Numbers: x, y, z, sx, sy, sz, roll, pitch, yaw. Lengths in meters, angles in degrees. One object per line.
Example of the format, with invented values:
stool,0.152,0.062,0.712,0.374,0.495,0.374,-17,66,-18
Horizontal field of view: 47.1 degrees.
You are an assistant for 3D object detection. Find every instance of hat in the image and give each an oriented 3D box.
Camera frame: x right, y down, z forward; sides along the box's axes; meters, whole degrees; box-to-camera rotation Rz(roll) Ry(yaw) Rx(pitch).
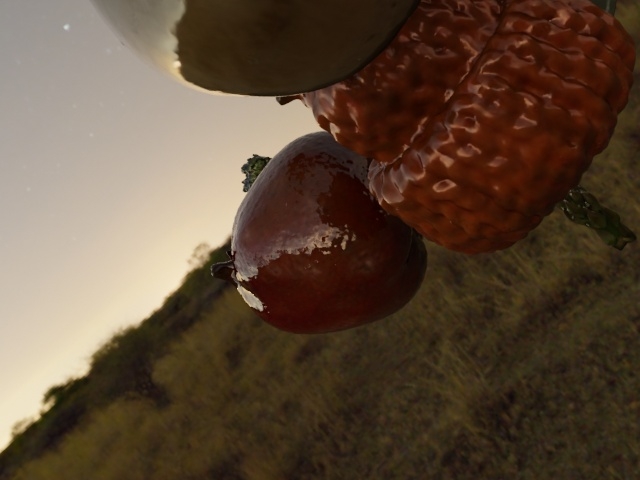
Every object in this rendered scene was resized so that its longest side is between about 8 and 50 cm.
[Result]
hat,0.086,-0.186,0.753,0.285,0.400,0.285,-56,2,3

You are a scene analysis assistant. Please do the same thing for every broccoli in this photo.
broccoli,-0.030,-0.135,1.691,0.304,0.165,0.145,-7,2,9

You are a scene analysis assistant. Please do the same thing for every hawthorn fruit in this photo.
hawthorn fruit,0.017,0.002,1.066,0.311,0.295,0.295,-53,-1,23

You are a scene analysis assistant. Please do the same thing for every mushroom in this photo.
mushroom,-0.010,-0.235,0.460,0.290,0.293,0.292,-20,-10,-34

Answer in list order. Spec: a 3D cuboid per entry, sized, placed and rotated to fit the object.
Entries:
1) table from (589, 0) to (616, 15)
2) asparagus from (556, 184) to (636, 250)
table,0.322,-0.357,1.127,0.126,0.220,0.126,4,-90,-86
asparagus,0.589,-0.061,1.609,0.080,0.287,0.080,-51,12,15
